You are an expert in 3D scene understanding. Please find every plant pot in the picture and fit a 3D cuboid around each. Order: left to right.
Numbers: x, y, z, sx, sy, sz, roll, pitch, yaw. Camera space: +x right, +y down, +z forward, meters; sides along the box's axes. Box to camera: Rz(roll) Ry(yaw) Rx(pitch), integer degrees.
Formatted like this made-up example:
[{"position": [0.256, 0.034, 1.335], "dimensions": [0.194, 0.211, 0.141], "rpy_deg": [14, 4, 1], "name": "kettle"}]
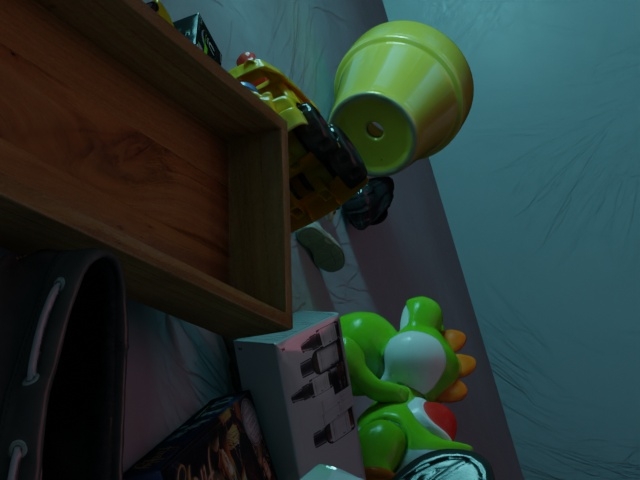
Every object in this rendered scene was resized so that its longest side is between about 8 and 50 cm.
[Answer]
[{"position": [0.128, -0.238, 1.954], "dimensions": [0.254, 0.254, 0.239], "rpy_deg": [68, 29, -22], "name": "plant pot"}]

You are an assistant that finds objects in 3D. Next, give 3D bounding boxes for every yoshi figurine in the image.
[{"position": [0.061, 0.218, 1.358], "dimensions": [0.203, 0.203, 0.362], "rpy_deg": [29, 44, -10], "name": "yoshi figurine"}]

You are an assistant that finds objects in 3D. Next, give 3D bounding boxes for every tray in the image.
[{"position": [-0.145, -0.068, 0.819], "dimensions": [0.411, 0.076, 0.203], "rpy_deg": [35, 49, -60], "name": "tray"}]

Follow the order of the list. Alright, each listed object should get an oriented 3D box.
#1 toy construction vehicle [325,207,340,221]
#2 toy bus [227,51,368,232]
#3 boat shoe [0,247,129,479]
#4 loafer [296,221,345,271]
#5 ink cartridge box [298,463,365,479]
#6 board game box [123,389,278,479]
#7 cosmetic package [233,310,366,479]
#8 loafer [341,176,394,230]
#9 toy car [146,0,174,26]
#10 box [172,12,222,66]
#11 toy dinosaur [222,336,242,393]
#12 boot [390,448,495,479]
[{"position": [0.004, -0.075, 1.678], "dimensions": [0.098, 0.035, 0.086], "rpy_deg": [-72, 155, -63], "name": "toy construction vehicle"}, {"position": [-0.065, -0.134, 1.255], "dimensions": [0.211, 0.149, 0.220], "rpy_deg": [64, 12, 22], "name": "toy bus"}, {"position": [-0.153, 0.151, 0.615], "dimensions": [0.112, 0.095, 0.335], "rpy_deg": [51, 26, -59], "name": "boat shoe"}, {"position": [0.000, 0.000, 1.538], "dimensions": [0.125, 0.045, 0.039], "rpy_deg": [51, 19, -52], "name": "loafer"}, {"position": [-0.037, 0.306, 0.861], "dimensions": [0.225, 0.056, 0.181], "rpy_deg": [-23, 119, -56], "name": "ink cartridge box"}, {"position": [-0.085, 0.234, 0.905], "dimensions": [0.243, 0.042, 0.165], "rpy_deg": [-30, 103, -76], "name": "board game box"}, {"position": [-0.012, 0.196, 1.053], "dimensions": [0.099, 0.060, 0.239], "rpy_deg": [-22, 106, -46], "name": "cosmetic package"}, {"position": [0.085, -0.066, 1.903], "dimensions": [0.223, 0.076, 0.078], "rpy_deg": [-34, 112, -71], "name": "loafer"}, {"position": [-0.167, -0.115, 0.979], "dimensions": [0.239, 0.053, 0.225], "rpy_deg": [-24, 98, -76], "name": "toy car"}, {"position": [-0.142, -0.192, 1.171], "dimensions": [0.083, 0.052, 0.062], "rpy_deg": [-94, 161, -47], "name": "box"}, {"position": [-0.065, 0.125, 1.091], "dimensions": [0.268, 0.064, 0.118], "rpy_deg": [62, 24, -30], "name": "toy dinosaur"}, {"position": [0.119, 0.441, 1.143], "dimensions": [0.284, 0.138, 0.377], "rpy_deg": [65, 36, -41], "name": "boot"}]
